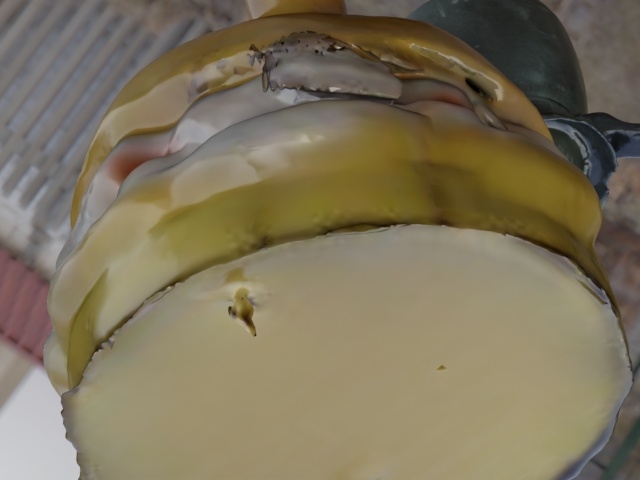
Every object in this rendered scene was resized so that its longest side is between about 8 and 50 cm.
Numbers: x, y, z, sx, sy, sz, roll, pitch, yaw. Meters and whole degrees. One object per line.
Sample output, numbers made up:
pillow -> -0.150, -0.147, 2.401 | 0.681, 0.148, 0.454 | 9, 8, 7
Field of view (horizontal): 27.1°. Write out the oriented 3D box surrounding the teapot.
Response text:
teapot -> 0.226, -0.105, 1.388 | 0.305, 0.223, 0.285 | 3, -141, -15

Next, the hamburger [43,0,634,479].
hamburger -> 0.000, 0.000, 0.656 | 0.276, 0.276, 0.237 | 42, -152, -42
